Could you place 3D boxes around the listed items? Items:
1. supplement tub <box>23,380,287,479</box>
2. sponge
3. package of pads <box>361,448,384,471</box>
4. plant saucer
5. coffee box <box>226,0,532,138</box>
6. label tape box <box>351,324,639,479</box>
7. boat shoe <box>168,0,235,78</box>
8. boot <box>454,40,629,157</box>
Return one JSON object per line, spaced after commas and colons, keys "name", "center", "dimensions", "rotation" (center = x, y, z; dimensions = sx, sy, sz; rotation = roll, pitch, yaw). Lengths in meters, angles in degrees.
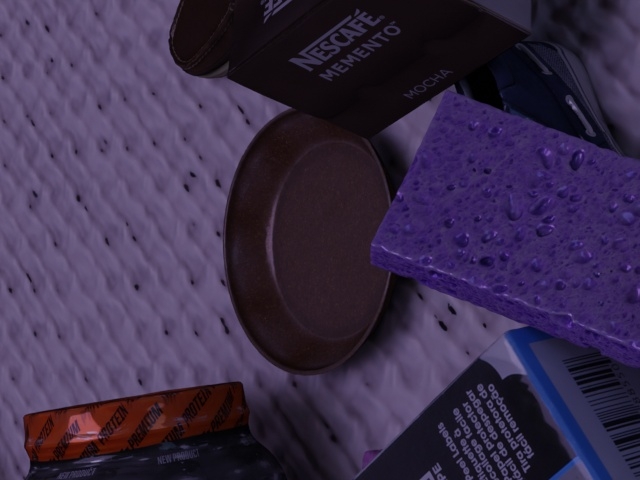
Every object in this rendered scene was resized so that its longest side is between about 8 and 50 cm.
{"name": "supplement tub", "center": [-0.110, 0.279, 1.397], "dimensions": [0.207, 0.207, 0.338], "rotation": [-13, 85, 50]}
{"name": "sponge", "center": [0.145, -0.002, 1.131], "dimensions": [0.210, 0.031, 0.117], "rotation": [22, 65, 15]}
{"name": "package of pads", "center": [0.064, 0.177, 1.347], "dimensions": [0.083, 0.032, 0.050], "rotation": [10, 98, 51]}
{"name": "plant saucer", "center": [0.000, 0.000, 1.427], "dimensions": [0.199, 0.036, 0.198], "rotation": [-3, 87, 50]}
{"name": "coffee box", "center": [0.042, -0.239, 1.249], "dimensions": [0.168, 0.119, 0.297], "rotation": [-31, 46, 45]}
{"name": "label tape box", "center": [0.110, 0.246, 1.204], "dimensions": [0.347, 0.115, 0.249], "rotation": [-48, 63, 36]}
{"name": "boat shoe", "center": [-0.064, -0.229, 1.464], "dimensions": [0.257, 0.095, 0.095], "rotation": [-57, 49, 33]}
{"name": "boot", "center": [0.145, -0.047, 1.212], "dimensions": [0.069, 0.086, 0.190], "rotation": [-50, 53, 37]}
